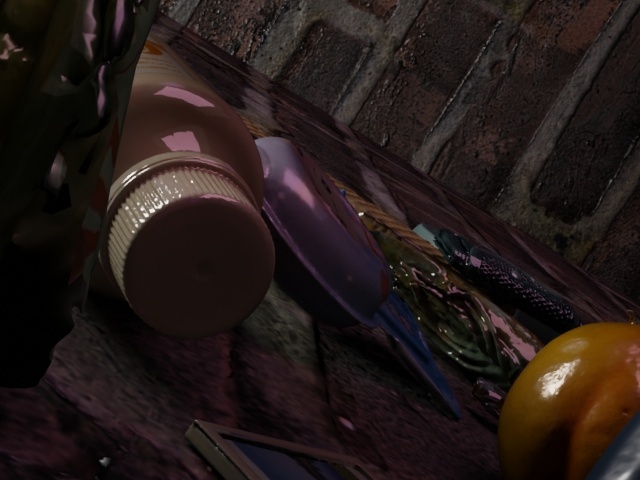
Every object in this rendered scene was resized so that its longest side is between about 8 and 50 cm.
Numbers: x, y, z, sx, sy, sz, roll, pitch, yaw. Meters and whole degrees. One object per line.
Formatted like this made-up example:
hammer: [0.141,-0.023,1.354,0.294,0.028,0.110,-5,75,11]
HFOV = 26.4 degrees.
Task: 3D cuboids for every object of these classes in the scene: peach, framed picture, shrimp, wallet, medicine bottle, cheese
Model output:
peach: [0.159,0.108,0.725,0.138,0.138,0.138,31,8,-5]
framed picture: [0.024,0.122,0.529,0.109,0.011,0.149,23,12,-48]
shrimp: [0.123,0.090,0.966,0.296,0.058,0.169,38,12,17]
wallet: [0.153,0.033,1.095,0.129,0.026,0.088,32,8,-10]
medicine bottle: [-0.088,-0.031,0.667,0.114,0.114,0.252,28,9,-27]
cheese: [0.010,0.013,0.824,0.245,0.052,0.135,46,14,-39]

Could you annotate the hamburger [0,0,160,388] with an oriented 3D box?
hamburger: [-0.120,-0.065,0.440,0.125,0.214,0.235,16,19,-22]

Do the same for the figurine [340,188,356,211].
figurine: [0.000,0.000,0.936,0.114,0.079,0.114,38,27,-24]

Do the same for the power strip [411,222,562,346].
power strip: [0.150,0.044,1.325,0.167,0.054,0.253,33,7,27]

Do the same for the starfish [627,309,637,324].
starfish: [0.339,0.146,1.439,0.133,0.041,0.130,84,-12,-46]

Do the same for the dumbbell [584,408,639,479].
dumbbell: [0.250,0.182,0.544,0.325,0.160,0.144,35,-22,15]

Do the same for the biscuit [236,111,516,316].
biscuit: [-0.002,-0.029,1.183,0.378,0.054,0.094,35,9,19]
